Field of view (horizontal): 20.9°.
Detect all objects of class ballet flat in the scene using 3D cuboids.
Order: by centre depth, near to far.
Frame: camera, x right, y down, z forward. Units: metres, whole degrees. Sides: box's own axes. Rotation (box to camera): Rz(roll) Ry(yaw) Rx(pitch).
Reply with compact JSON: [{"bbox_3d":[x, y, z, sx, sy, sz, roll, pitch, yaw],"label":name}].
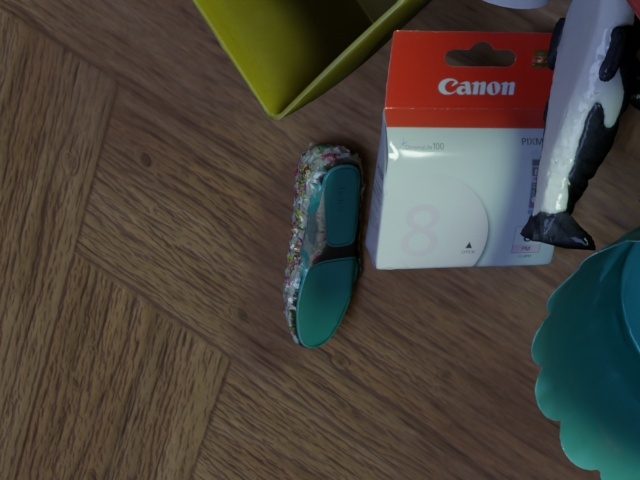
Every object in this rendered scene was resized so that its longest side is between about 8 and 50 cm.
[{"bbox_3d":[0.000,0.000,1.899,0.077,0.091,0.241,45,131,50],"label":"ballet flat"}]

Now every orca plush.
[{"bbox_3d":[0.275,-0.128,1.601,0.151,0.102,0.287,152,129,-71],"label":"orca plush"}]

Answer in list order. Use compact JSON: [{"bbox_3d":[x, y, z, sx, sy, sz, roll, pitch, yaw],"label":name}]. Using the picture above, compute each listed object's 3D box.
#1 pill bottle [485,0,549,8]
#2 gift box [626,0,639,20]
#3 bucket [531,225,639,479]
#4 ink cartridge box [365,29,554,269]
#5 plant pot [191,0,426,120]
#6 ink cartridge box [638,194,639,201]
[{"bbox_3d":[0.189,-0.311,1.597,0.108,0.108,0.180,23,121,25],"label":"pill bottle"},{"bbox_3d":[0.364,-0.313,1.388,0.255,0.258,0.276,-43,64,41],"label":"gift box"},{"bbox_3d":[0.355,0.099,1.616,0.281,0.183,0.281,15,119,29],"label":"bucket"},{"bbox_3d":[0.149,-0.084,1.687,0.066,0.189,0.232,-113,26,-55],"label":"ink cartridge box"},{"bbox_3d":[0.015,-0.274,1.676,0.212,0.187,0.212,-41,79,40],"label":"plant pot"},{"bbox_3d":[0.491,0.010,1.376,0.395,0.151,0.270,37,106,-24],"label":"ink cartridge box"}]
